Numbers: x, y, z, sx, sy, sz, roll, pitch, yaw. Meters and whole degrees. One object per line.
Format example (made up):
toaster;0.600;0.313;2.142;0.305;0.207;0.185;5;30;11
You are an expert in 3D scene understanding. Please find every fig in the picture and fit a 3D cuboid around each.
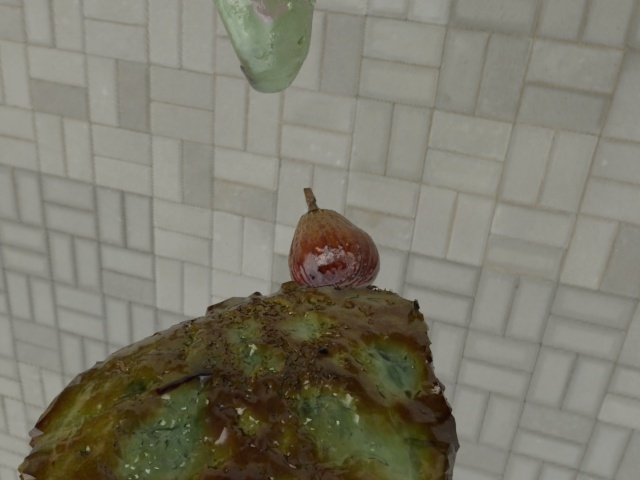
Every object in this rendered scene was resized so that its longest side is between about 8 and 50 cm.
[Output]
fig;0.002;0.007;0.785;0.119;0.119;0.153;-30;90;29

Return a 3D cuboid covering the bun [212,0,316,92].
bun;-0.102;-0.442;1.271;0.187;0.293;0.293;-23;108;-2

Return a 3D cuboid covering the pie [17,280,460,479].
pie;-0.052;0.152;0.525;0.354;0.288;0.103;-16;127;-17
